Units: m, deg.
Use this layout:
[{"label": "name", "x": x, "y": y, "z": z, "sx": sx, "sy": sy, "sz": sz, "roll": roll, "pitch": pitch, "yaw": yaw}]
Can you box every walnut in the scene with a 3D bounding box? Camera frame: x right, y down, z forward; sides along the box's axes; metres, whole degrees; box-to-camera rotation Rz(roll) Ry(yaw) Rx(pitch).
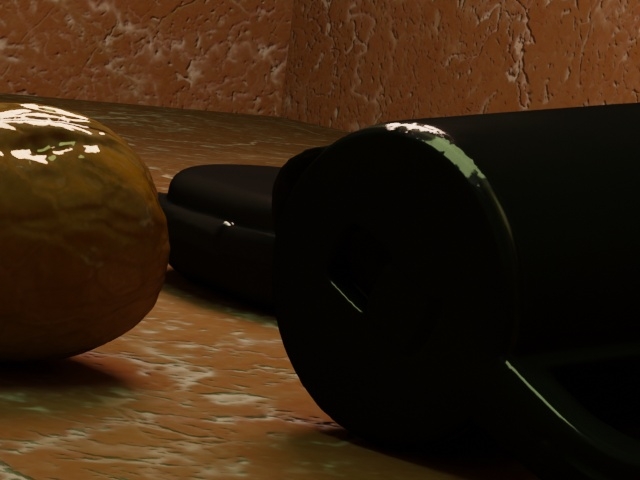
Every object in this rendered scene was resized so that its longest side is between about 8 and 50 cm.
[{"label": "walnut", "x": -0.187, "y": -0.005, "z": 1.075, "sx": 0.197, "sy": 0.165, "sz": 0.165, "roll": -9, "pitch": 15, "yaw": -37}]

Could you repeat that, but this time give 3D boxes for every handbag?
[{"label": "handbag", "x": 0.000, "y": 0.001, "z": 1.471, "sx": 0.253, "sy": 0.093, "sz": 0.308, "roll": 1, "pitch": 10, "yaw": -33}]

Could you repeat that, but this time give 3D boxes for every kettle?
[{"label": "kettle", "x": 0.148, "y": 0.045, "z": 1.064, "sx": 0.308, "sy": 0.262, "sz": 0.203, "roll": -5, "pitch": -22, "yaw": -47}]
